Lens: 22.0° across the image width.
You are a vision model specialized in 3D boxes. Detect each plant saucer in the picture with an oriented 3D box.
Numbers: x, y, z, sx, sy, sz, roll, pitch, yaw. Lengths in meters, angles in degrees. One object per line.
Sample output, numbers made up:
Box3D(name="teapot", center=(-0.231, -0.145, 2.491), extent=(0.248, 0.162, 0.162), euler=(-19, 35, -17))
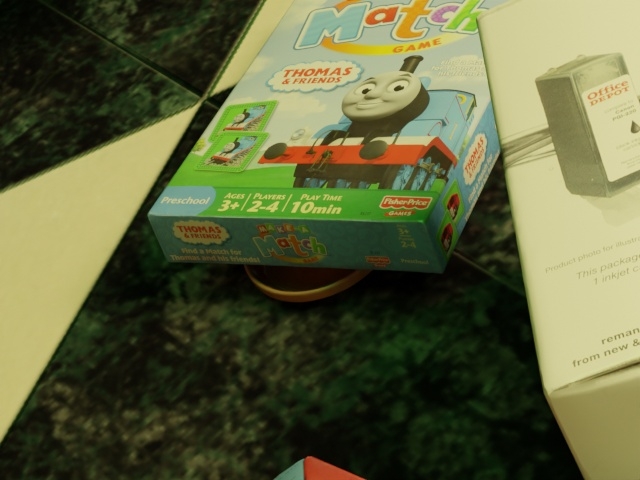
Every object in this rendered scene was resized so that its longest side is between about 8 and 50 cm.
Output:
Box3D(name="plant saucer", center=(0.000, 0.000, 0.859), extent=(0.083, 0.013, 0.083), euler=(-14, 44, 14))

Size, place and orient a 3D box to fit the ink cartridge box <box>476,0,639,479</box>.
Box3D(name="ink cartridge box", center=(0.137, 0.014, 0.664), extent=(0.092, 0.158, 0.218), euler=(-16, 43, 14))

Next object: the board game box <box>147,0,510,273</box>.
Box3D(name="board game box", center=(0.025, -0.068, 0.880), extent=(0.160, 0.039, 0.211), euler=(2, 42, 29))

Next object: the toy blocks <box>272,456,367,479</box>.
Box3D(name="toy blocks", center=(-0.034, 0.203, 0.472), extent=(0.261, 0.191, 0.381), euler=(-41, 34, 27))
